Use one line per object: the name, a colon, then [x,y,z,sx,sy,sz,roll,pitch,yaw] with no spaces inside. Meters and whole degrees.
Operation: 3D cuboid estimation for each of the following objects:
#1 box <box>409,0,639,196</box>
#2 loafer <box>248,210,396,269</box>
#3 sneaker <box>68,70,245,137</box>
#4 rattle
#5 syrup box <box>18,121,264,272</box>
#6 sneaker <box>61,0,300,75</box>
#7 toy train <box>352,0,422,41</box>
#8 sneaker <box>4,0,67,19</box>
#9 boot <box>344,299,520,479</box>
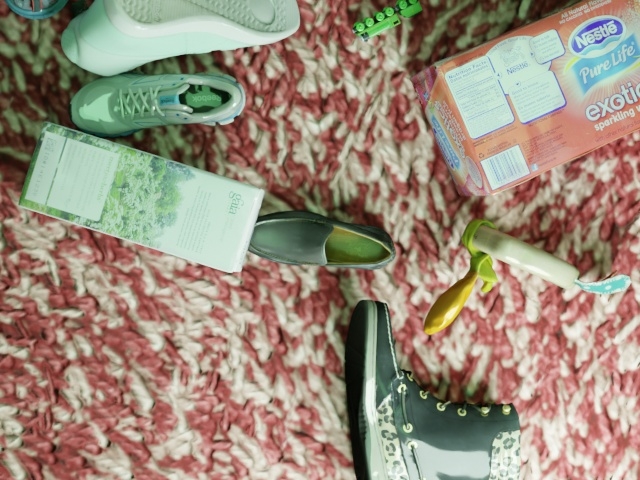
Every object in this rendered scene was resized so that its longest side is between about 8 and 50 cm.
box: [0.268,-0.174,1.557,0.300,0.142,0.154,-25,95,-7]
loafer: [0.000,0.000,1.564,0.170,0.061,0.062,3,92,-7]
sneaker: [-0.173,-0.150,1.526,0.190,0.083,0.071,-8,94,-7]
rattle: [0.232,0.066,1.578,0.199,0.130,0.143,25,74,-34]
syrup box: [-0.184,-0.044,1.506,0.236,0.096,0.093,17,90,-1]
sneaker: [-0.152,-0.233,1.527,0.255,0.151,0.094,-7,81,-42]
toy train: [0.074,-0.245,1.591,0.083,0.017,0.024,-29,106,-6]
sneaker: [-0.303,-0.365,1.479,0.104,0.125,0.262,-13,93,-8]
boot: [0.123,0.176,1.580,0.178,0.085,0.237,-4,92,-12]
